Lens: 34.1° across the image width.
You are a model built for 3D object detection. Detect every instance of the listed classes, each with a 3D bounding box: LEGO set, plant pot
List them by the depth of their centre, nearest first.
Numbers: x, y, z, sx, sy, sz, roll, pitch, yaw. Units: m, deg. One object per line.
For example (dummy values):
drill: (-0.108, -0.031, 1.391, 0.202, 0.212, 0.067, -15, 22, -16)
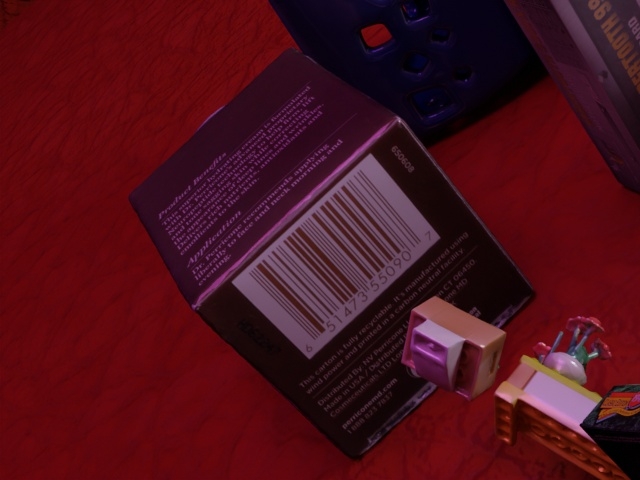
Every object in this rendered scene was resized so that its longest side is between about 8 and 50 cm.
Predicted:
LEGO set: (0.173, 0.062, 0.489, 0.107, 0.132, 0.287, -47, 23, -24)
plant pot: (0.100, -0.245, 0.857, 0.212, 0.236, 0.236, -16, 39, 29)

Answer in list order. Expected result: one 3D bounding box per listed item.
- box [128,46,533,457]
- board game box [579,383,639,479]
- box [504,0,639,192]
box: (0.000, 0.000, 0.714, 0.168, 0.167, 0.203, -43, 30, 1)
board game box: (0.188, 0.095, 0.306, 0.030, 0.136, 0.259, -43, 3, -15)
box: (0.208, -0.161, 0.613, 0.183, 0.231, 0.056, -45, 33, -2)
